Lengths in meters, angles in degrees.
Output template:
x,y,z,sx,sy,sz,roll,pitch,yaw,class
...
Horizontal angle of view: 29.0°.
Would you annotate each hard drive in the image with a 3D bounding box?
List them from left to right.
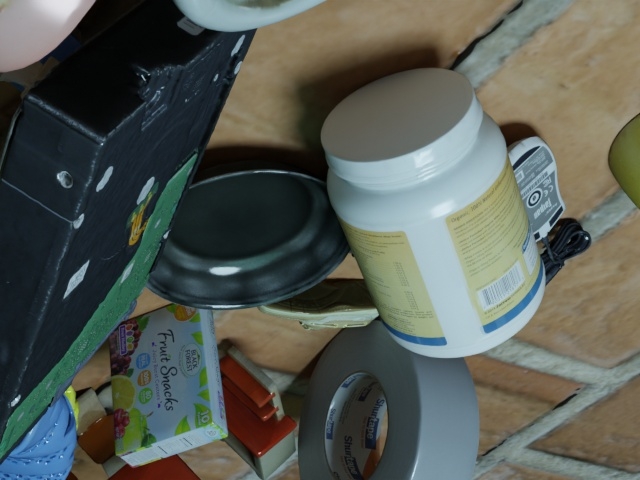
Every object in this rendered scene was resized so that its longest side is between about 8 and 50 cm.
x,y,z,sx,sy,sz,roll,pitch,yaw,class
-0.161,-0.013,0.867,0.064,0.237,0.339,31,130,4,hard drive

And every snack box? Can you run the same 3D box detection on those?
x,y,z,sx,sy,sz,roll,pitch,yaw,class
-0.145,0.131,1.160,0.100,0.141,0.037,-20,143,11,snack box

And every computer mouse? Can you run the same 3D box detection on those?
x,y,z,sx,sy,sz,roll,pitch,yaw,class
0.186,-0.029,1.109,0.106,0.042,0.193,-40,139,-12,computer mouse

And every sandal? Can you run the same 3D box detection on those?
x,y,z,sx,sy,sz,roll,pitch,yaw,class
-0.279,0.140,1.096,0.126,0.138,0.317,-3,132,-7,sandal

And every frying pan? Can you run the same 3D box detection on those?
x,y,z,sx,sy,sz,roll,pitch,yaw,class
-0.004,-0.017,1.076,0.326,0.053,0.197,-11,144,-4,frying pan

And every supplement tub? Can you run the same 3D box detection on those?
x,y,z,sx,sy,sz,roll,pitch,yaw,class
0.090,-0.021,0.986,0.144,0.144,0.199,-18,125,8,supplement tub

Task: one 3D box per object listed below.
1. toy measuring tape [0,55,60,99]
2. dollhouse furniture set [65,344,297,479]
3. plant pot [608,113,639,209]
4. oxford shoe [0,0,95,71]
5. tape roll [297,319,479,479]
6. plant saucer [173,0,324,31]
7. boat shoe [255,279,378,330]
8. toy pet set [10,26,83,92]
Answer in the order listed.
x,y,z,sx,sy,sz,roll,pitch,yaw,class
-0.328,-0.080,0.805,0.330,0.121,0.121,7,143,2,toy measuring tape
-0.153,0.236,1.236,0.259,0.262,0.135,-40,147,-20,dollhouse furniture set
0.332,-0.052,1.084,0.134,0.095,0.134,-7,144,-5,plant pot
-0.103,-0.270,0.458,0.140,0.396,0.147,13,174,44,oxford shoe
0.063,0.192,1.236,0.072,0.219,0.219,12,138,-30,tape roll
0.060,-0.270,0.603,0.400,0.100,0.400,-40,175,-4,plant saucer
-0.002,0.066,1.189,0.135,0.050,0.045,4,136,-21,boat shoe
-0.215,-0.137,0.838,0.122,0.065,0.114,-24,143,17,toy pet set
